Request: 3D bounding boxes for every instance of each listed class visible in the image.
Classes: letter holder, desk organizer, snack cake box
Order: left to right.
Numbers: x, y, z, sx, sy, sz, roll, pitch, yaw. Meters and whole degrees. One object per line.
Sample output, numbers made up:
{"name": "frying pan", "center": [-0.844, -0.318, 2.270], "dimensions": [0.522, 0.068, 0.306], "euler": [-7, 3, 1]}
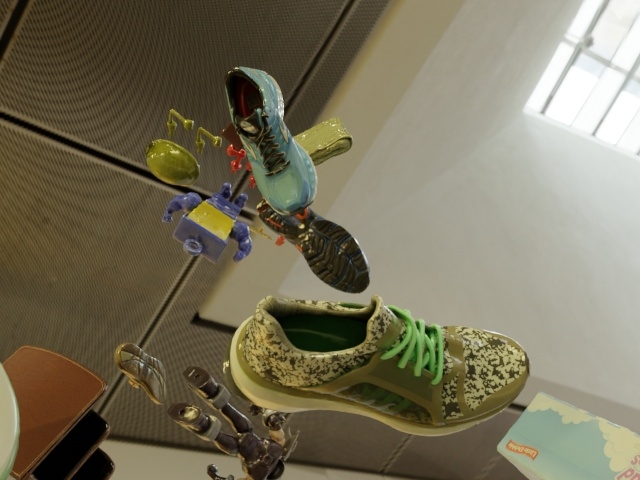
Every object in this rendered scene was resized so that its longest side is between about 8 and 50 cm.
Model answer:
{"name": "letter holder", "center": [-0.504, 0.338, 1.232], "dimensions": [0.214, 0.301, 0.152], "euler": [-51, -46, -31]}
{"name": "desk organizer", "center": [-0.138, -0.241, 1.330], "dimensions": [0.050, 0.047, 0.130], "euler": [43, -89, -15]}
{"name": "snack cake box", "center": [0.317, 0.260, 0.661], "dimensions": [0.152, 0.264, 0.089], "euler": [45, -101, -17]}

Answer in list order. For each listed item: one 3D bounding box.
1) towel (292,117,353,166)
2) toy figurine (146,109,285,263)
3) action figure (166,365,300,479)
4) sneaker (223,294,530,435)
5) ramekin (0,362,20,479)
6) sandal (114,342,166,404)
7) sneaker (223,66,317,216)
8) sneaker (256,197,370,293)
{"name": "towel", "center": [-0.026, -0.129, 0.981], "dimensions": [0.148, 0.110, 0.027], "euler": [-27, -63, 5]}
{"name": "toy figurine", "center": [-0.236, -0.069, 1.367], "dimensions": [0.362, 0.217, 0.191], "euler": [34, -44, -5]}
{"name": "action figure", "center": [-0.144, 0.346, 1.179], "dimensions": [0.285, 0.099, 0.185], "euler": [55, -130, -31]}
{"name": "sneaker", "center": [0.085, 0.143, 0.847], "dimensions": [0.410, 0.158, 0.182], "euler": [4, -33, -8]}
{"name": "ramekin", "center": [-0.403, 0.160, 0.539], "dimensions": [0.148, 0.303, 0.303], "euler": [-44, -49, 16]}
{"name": "sandal", "center": [-0.344, 0.251, 1.268], "dimensions": [0.049, 0.072, 0.180], "euler": [-9, -39, 18]}
{"name": "sneaker", "center": [-0.058, -0.097, 0.653], "dimensions": [0.063, 0.162, 0.073], "euler": [-27, -11, 16]}
{"name": "sneaker", "center": [0.000, 0.000, 1.034], "dimensions": [0.083, 0.221, 0.087], "euler": [-46, -25, 4]}
